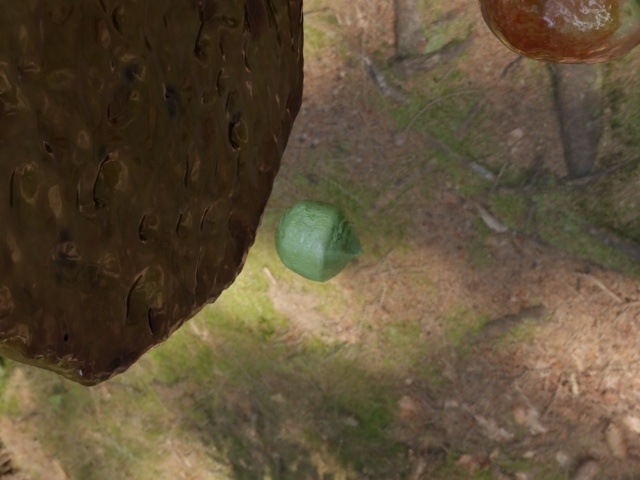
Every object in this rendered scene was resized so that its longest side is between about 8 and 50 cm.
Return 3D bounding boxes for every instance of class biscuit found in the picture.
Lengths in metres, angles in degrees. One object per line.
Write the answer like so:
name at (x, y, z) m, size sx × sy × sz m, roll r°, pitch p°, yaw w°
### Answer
biscuit at (-0.098, -0.099, 0.421) m, size 0.046 × 0.359 × 0.359 m, roll 10°, pitch 124°, yaw 24°

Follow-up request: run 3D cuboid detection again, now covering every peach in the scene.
peach at (0.265, -0.313, 0.883) m, size 0.256 × 0.232 × 0.232 m, roll 40°, pitch 142°, yaw 49°

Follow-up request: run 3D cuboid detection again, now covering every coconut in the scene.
coconut at (0.000, 0.000, 0.867) m, size 0.096 × 0.088 × 0.088 m, roll 19°, pitch 130°, yaw 16°
